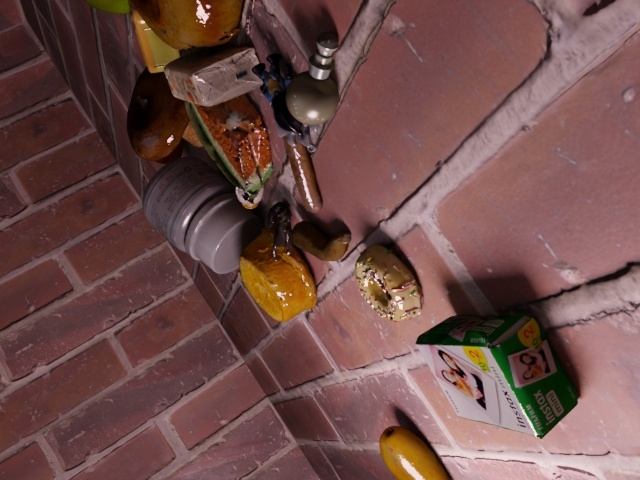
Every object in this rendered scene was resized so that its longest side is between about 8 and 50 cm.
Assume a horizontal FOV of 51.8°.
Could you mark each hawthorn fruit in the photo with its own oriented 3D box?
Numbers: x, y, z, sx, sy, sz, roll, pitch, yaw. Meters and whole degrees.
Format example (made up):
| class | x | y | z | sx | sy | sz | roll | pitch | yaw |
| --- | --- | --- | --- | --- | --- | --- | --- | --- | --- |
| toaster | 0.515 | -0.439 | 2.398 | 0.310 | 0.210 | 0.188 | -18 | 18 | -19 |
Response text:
| class | x | y | z | sx | sy | sz | roll | pitch | yaw |
| --- | --- | --- | --- | --- | --- | --- | --- | --- | --- |
| hawthorn fruit | -0.512 | -0.312 | 2.150 | 0.133 | 0.132 | 0.138 | 45 | 165 | 33 |

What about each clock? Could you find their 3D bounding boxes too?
| class | x | y | z | sx | sy | sz | roll | pitch | yaw |
| --- | --- | --- | --- | --- | --- | --- | --- | --- | --- |
| clock | -0.380 | -0.501 | 1.532 | 0.202 | 0.096 | 0.143 | 93 | 165 | -65 |

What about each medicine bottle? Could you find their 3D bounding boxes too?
| class | x | y | z | sx | sy | sz | roll | pitch | yaw |
| --- | --- | --- | --- | --- | --- | --- | --- | --- | --- |
| medicine bottle | -0.337 | -0.071 | 1.911 | 0.306 | 0.245 | 0.245 | 39 | 154 | 22 |

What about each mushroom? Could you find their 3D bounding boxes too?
| class | x | y | z | sx | sy | sz | roll | pitch | yaw |
| --- | --- | --- | --- | --- | --- | --- | --- | --- | --- |
| mushroom | -0.378 | -0.346 | 1.701 | 0.267 | 0.254 | 0.267 | 25 | 123 | 46 |

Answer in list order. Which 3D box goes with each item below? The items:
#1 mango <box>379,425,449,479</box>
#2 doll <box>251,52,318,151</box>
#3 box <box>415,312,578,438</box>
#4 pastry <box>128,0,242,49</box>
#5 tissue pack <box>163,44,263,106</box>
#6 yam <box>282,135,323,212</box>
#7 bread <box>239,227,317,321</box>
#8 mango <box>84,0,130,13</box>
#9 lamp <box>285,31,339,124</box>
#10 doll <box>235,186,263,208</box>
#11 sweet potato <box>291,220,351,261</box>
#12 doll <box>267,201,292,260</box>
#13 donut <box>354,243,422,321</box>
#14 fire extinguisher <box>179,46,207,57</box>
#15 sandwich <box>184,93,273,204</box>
| class | x | y | z | sx | sy | sz | roll | pitch | yaw |
| --- | --- | --- | --- | --- | --- | --- | --- | --- | --- |
| mango | 0.246 | 0.580 | 1.679 | 0.253 | 0.113 | 0.138 | 49 | 155 | 6 |
| doll | -0.060 | -0.252 | 1.240 | 0.096 | 0.070 | 0.195 | -28 | 91 | 34 |
| box | 0.277 | 0.207 | 1.067 | 0.180 | 0.103 | 0.250 | 59 | 161 | -4 |
| pastry | -0.281 | -0.523 | 1.234 | 0.356 | 0.163 | 0.356 | 46 | 157 | 25 |
| tissue pack | -0.226 | -0.349 | 1.383 | 0.196 | 0.148 | 0.092 | 26 | 141 | 56 |
| yam | -0.042 | -0.165 | 1.364 | 0.046 | 0.046 | 0.264 | 34 | 149 | 49 |
| bread | -0.113 | 0.101 | 1.781 | 0.268 | 0.145 | 0.268 | 43 | 156 | 24 |
| mango | -0.521 | -0.656 | 1.629 | 0.343 | 0.156 | 0.192 | 31 | 157 | 44 |
| lamp | -0.003 | -0.269 | 1.085 | 0.091 | 0.091 | 0.163 | 49 | 142 | 24 |
| doll | -0.184 | -0.139 | 1.718 | 0.127 | 0.073 | 0.084 | 102 | 165 | -65 |
| sweet potato | 0.003 | 0.005 | 1.492 | 0.233 | 0.062 | 0.081 | 16 | 134 | 58 |
| doll | -0.095 | -0.036 | 1.622 | 0.165 | 0.057 | 0.139 | 104 | 158 | -53 |
| donut | 0.128 | 0.088 | 1.299 | 0.175 | 0.068 | 0.175 | 49 | 158 | 27 |
| fire extinguisher | -0.299 | -0.472 | 1.473 | 0.106 | 0.075 | 0.252 | 39 | 155 | 23 |
| sandwich | -0.203 | -0.257 | 1.537 | 0.292 | 0.109 | 0.212 | 47 | 151 | 22 |
